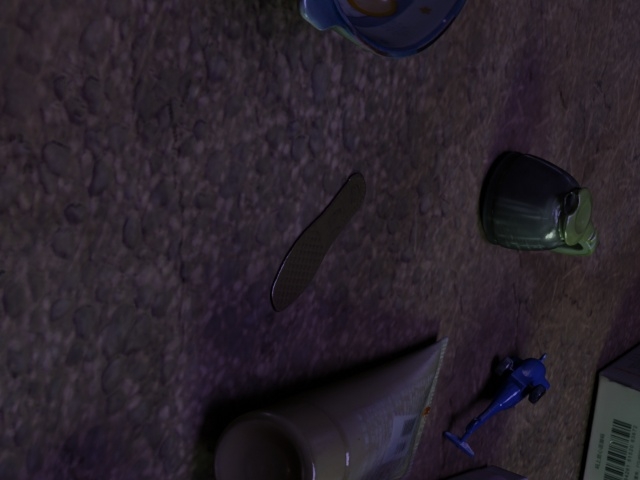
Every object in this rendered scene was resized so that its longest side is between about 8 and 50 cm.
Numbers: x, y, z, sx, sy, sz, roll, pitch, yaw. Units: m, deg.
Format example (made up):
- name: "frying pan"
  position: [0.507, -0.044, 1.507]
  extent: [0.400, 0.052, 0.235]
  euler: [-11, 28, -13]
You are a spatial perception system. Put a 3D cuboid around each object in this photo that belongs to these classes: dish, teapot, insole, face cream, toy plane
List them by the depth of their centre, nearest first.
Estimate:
- name: "dish"
  position: [0.028, -0.238, 0.835]
  extent: [0.236, 0.086, 0.228]
  euler: [-29, 126, -48]
- name: "insole"
  position: [0.000, 0.000, 0.977]
  extent: [0.135, 0.002, 0.045]
  euler: [-53, 143, -30]
- name: "face cream"
  position: [0.030, 0.156, 1.036]
  extent: [0.341, 0.084, 0.137]
  euler: [-2, 108, -65]
- name: "teapot"
  position: [0.217, -0.030, 1.214]
  extent: [0.124, 0.090, 0.092]
  euler: [-2, 107, -56]
- name: "toy plane"
  position: [0.184, 0.162, 1.297]
  extent: [0.167, 0.054, 0.062]
  euler: [-31, 154, -48]

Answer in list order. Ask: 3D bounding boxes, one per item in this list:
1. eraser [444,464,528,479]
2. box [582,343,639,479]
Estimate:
- name: "eraser"
  position: [0.129, 0.285, 1.258]
  extent: [0.225, 0.052, 0.096]
  euler: [0, 103, -57]
- name: "box"
  position: [0.451, 0.238, 1.684]
  extent: [0.299, 0.106, 0.200]
  euler: [-20, 121, -54]
